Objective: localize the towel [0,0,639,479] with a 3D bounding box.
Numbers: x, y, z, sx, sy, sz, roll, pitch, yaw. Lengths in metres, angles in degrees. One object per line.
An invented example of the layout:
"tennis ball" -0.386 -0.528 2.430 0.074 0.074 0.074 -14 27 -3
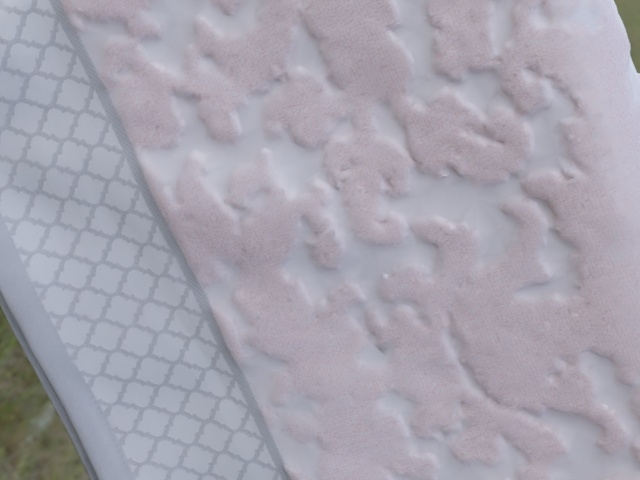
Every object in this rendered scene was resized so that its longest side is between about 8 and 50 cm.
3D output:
"towel" 0.000 0.000 0.646 0.332 0.317 0.053 66 19 -11
